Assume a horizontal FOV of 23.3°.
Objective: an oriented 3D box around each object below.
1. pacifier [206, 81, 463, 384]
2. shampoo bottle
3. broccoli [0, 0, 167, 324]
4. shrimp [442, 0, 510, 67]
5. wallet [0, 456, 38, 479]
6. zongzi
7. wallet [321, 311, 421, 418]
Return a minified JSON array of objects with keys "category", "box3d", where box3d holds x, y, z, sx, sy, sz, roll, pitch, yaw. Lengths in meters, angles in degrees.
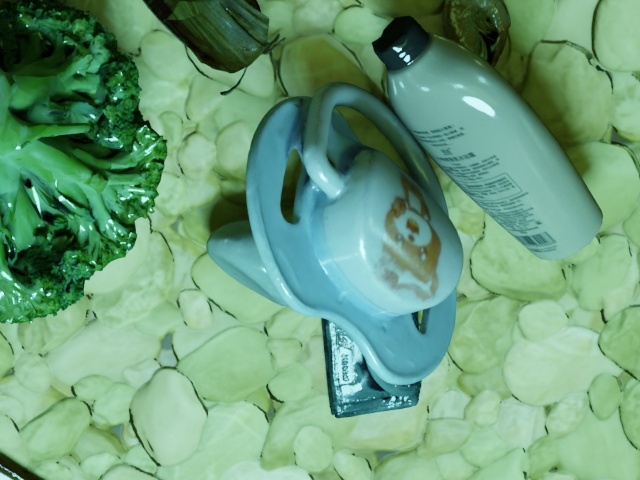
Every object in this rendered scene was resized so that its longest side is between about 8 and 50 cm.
[{"category":"pacifier","box3d":[0.000,0.000,1.309,0.207,0.227,0.279,-20,137,33]},{"category":"shampoo bottle","box3d":[0.136,-0.088,1.309,0.257,0.127,0.078,44,68,-28]},{"category":"broccoli","box3d":[-0.257,-0.067,1.202,0.261,0.241,0.269,28,74,2]},{"category":"shrimp","box3d":[0.139,-0.169,1.331,0.059,0.023,0.108,-24,112,-10]},{"category":"wallet","box3d":[-0.241,0.306,1.429,0.255,0.031,0.137,36,100,-18]},{"category":"zongzi","box3d":[-0.096,-0.193,1.196,0.084,0.184,0.187,-34,111,4]},{"category":"wallet","box3d":[0.048,0.098,1.405,0.088,0.026,0.129,-8,110,-6]}]
